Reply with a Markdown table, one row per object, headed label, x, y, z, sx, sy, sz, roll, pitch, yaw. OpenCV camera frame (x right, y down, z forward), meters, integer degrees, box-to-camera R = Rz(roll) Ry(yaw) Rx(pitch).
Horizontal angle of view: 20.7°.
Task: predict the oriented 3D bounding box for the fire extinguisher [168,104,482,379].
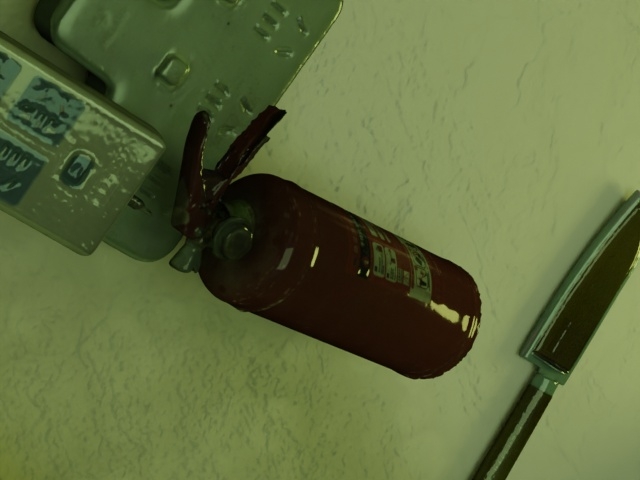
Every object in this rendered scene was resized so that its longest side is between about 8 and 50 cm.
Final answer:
| label | x | y | z | sx | sy | sz | roll | pitch | yaw |
| --- | --- | --- | --- | --- | --- | --- | --- | --- | --- |
| fire extinguisher | 0.000 | 0.000 | 1.351 | 0.337 | 0.106 | 0.147 | 26 | 91 | -47 |

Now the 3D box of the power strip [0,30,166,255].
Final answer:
| label | x | y | z | sx | sy | sz | roll | pitch | yaw |
| --- | --- | --- | --- | --- | --- | --- | --- | --- | --- |
| power strip | -0.262 | -0.109 | 1.188 | 0.367 | 0.043 | 0.106 | 32 | 99 | -25 |

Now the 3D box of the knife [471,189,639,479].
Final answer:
| label | x | y | z | sx | sy | sz | roll | pitch | yaw |
| --- | --- | --- | --- | --- | --- | --- | --- | --- | --- |
| knife | 0.211 | 0.108 | 1.601 | 0.061 | 0.027 | 0.343 | 30 | 92 | -31 |

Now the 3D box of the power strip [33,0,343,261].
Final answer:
| label | x | y | z | sx | sy | sz | roll | pitch | yaw |
| --- | --- | --- | --- | --- | --- | --- | --- | --- | --- |
| power strip | -0.120 | -0.132 | 1.294 | 0.194 | 0.059 | 0.265 | 35 | 89 | -35 |
